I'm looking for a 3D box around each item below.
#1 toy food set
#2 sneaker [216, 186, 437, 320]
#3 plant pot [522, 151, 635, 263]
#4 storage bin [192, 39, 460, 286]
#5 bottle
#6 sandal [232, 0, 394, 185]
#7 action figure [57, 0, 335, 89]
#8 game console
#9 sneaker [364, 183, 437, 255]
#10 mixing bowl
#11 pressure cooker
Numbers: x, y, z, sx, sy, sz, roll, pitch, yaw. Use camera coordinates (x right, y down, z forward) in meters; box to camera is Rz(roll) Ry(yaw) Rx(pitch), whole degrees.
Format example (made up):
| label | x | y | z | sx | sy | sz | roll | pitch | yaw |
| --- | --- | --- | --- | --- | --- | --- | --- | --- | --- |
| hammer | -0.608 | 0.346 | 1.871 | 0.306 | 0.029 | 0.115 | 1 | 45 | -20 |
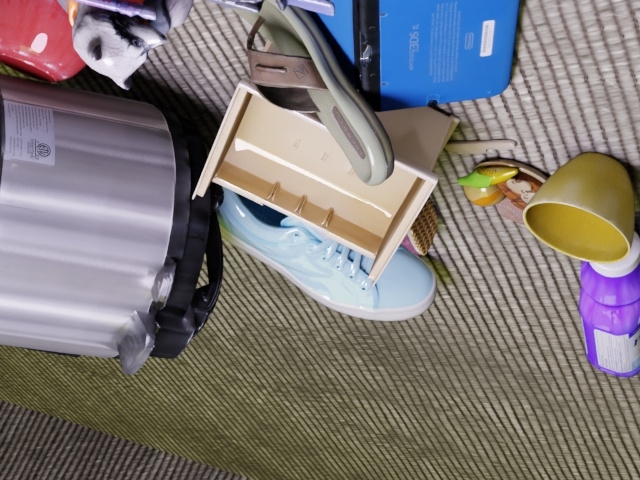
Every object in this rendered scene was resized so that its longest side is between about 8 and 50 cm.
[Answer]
| label | x | y | z | sx | sy | sz | roll | pitch | yaw |
| --- | --- | --- | --- | --- | --- | --- | --- | --- | --- |
| toy food set | 0.245 | -0.057 | 2.172 | 0.132 | 0.038 | 0.192 | 0 | 146 | 47 |
| sneaker | 0.000 | 0.000 | 2.438 | 0.366 | 0.135 | 0.150 | 23 | 161 | 4 |
| plant pot | 0.320 | -0.048 | 2.037 | 0.134 | 0.095 | 0.134 | 21 | 157 | 9 |
| storage bin | 0.001 | -0.097 | 2.149 | 0.262 | 0.123 | 0.260 | 26 | 141 | -2 |
| bottle | 0.387 | 0.074 | 2.209 | 0.092 | 0.118 | 0.283 | 19 | 157 | 22 |
| sandal | -0.027 | -0.183 | 1.943 | 0.303 | 0.086 | 0.120 | 55 | 168 | 14 |
| action figure | -0.128 | -0.289 | 1.666 | 0.341 | 0.330 | 0.178 | 22 | 159 | 7 |
| game console | 0.078 | -0.282 | 1.867 | 0.250 | 0.173 | 0.293 | -7 | 156 | -1 |
| sneaker | 0.092 | -0.051 | 2.317 | 0.084 | 0.069 | 0.185 | 5 | 141 | 37 |
| mixing bowl | -0.366 | -0.268 | 2.228 | 0.181 | 0.098 | 0.181 | 21 | 172 | 3 |
| pressure cooker | -0.329 | -0.021 | 2.322 | 0.420 | 0.370 | 0.375 | 9 | -177 | -26 |
